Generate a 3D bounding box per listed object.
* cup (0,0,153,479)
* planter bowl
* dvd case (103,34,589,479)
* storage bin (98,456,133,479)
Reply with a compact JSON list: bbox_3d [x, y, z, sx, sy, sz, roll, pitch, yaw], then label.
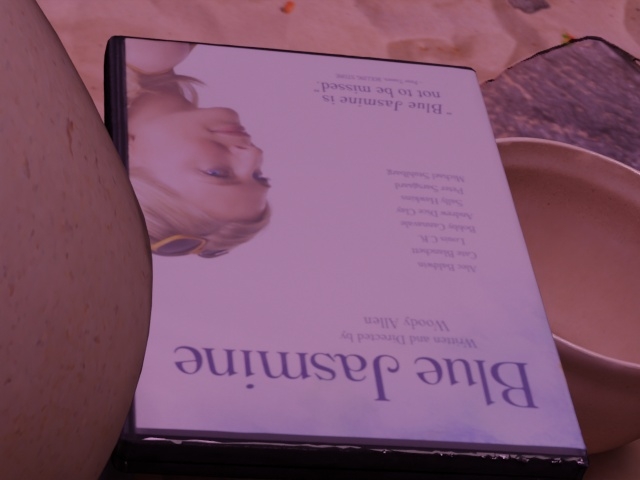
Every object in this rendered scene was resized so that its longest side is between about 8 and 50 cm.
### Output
[{"bbox_3d":[-0.191,0.002,0.493,0.237,0.331,0.331,28,27,-40],"label":"cup"},{"bbox_3d":[0.112,0.042,0.805,0.162,0.109,0.162,14,36,-11],"label":"planter bowl"},{"bbox_3d":[0.000,0.000,0.703,0.180,0.022,0.253,4,42,-12],"label":"dvd case"},{"bbox_3d":[-0.131,0.067,0.668,0.135,0.098,0.091,8,49,-19],"label":"storage bin"}]
